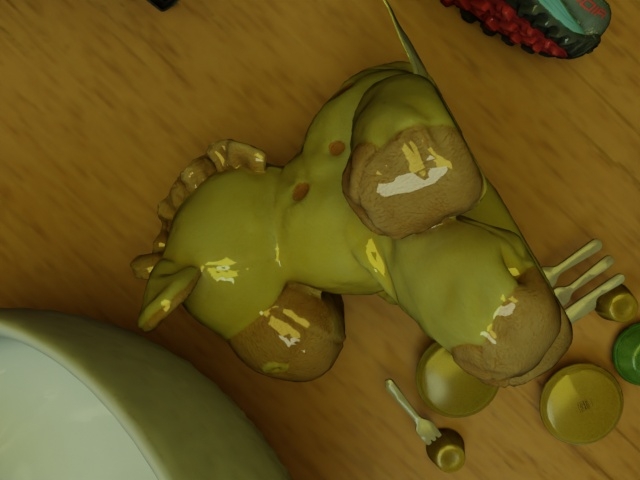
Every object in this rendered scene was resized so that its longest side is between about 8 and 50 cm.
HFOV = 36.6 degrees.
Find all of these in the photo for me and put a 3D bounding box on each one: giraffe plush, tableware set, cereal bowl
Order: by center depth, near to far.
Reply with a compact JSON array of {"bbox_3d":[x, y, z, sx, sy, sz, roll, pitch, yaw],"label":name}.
[{"bbox_3d":[0.000,0.000,0.472,0.170,0.181,0.210,-30,74,11],"label":"giraffe plush"},{"bbox_3d":[-0.117,0.198,0.472,0.339,0.141,0.338,1,92,35],"label":"cereal bowl"},{"bbox_3d":[0.121,0.076,0.550,0.154,0.024,0.104,-36,97,3],"label":"tableware set"}]

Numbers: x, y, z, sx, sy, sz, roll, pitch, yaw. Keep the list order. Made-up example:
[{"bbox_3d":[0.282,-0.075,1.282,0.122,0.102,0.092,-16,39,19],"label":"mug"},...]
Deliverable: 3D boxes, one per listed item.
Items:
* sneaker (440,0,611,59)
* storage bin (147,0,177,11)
[{"bbox_3d":[0.075,-0.213,0.483,0.125,0.104,0.262,-39,94,2],"label":"sneaker"},{"bbox_3d":[-0.083,-0.189,0.448,0.084,0.180,0.122,38,95,-1],"label":"storage bin"}]
